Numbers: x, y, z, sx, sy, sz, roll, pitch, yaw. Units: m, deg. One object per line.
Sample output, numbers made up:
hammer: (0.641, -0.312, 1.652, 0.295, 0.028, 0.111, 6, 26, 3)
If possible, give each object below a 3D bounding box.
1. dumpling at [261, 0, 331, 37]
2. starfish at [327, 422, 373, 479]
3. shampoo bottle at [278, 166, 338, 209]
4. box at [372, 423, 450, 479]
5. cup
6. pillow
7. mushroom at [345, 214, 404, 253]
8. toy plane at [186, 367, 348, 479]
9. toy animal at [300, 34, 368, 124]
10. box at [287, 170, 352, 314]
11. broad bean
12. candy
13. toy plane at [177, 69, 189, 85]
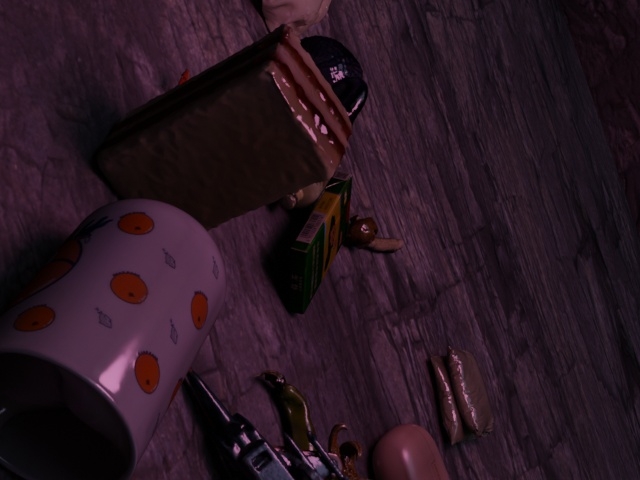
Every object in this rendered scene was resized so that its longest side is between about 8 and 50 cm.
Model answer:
dumpling: (-0.053, -0.416, 1.875, 0.169, 0.100, 0.134, -34, 142, -74)
starfish: (0.054, 0.375, 1.623, 0.190, 0.074, 0.146, 61, 17, -20)
shampoo bottle: (-0.029, -0.101, 1.748, 0.079, 0.079, 0.162, 58, 35, -21)
box: (0.158, 0.409, 1.766, 0.146, 0.088, 0.200, -27, 99, -59)
cup: (-0.241, 0.103, 1.204, 0.212, 0.212, 0.317, 57, 34, -22)
pillow: (0.274, 0.294, 2.014, 0.134, 0.078, 0.181, 7, 66, -58)
mushroom: (0.098, -0.008, 1.924, 0.187, 0.060, 0.061, 20, 43, -61)
toy plane: (-0.088, 0.307, 1.433, 0.223, 0.104, 0.326, -37, 104, -27)
toy animal: (-0.015, -0.261, 1.756, 0.122, 0.185, 0.298, 43, 23, -31)
box: (0.000, 0.000, 1.725, 0.235, 0.034, 0.132, -60, 159, -49)
broad bean: (-0.025, 0.339, 1.561, 0.098, 0.056, 0.318, -22, 88, -54)
candy: (-0.126, -0.132, 1.398, 0.179, 0.321, 0.135, 51, 35, -25)
toy plane: (-0.155, -0.167, 1.602, 0.194, 0.077, 0.126, 26, 50, -39)
